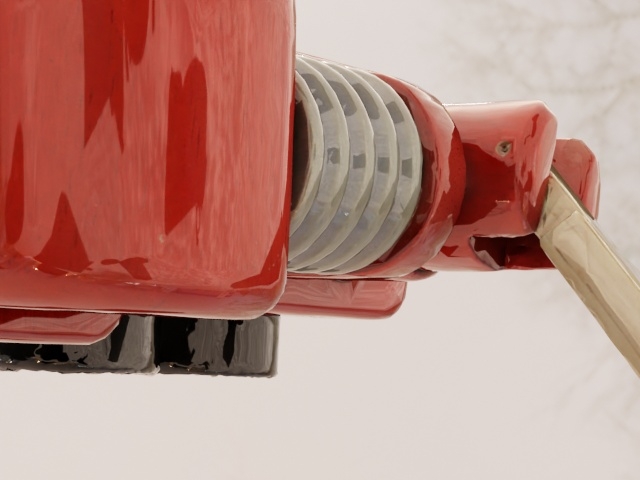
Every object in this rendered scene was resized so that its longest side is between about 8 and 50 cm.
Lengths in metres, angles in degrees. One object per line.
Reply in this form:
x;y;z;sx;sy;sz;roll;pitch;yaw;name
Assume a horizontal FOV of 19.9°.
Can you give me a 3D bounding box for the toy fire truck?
0.000;0.000;0.470;0.246;0.159;0.217;0;175;33;toy fire truck
